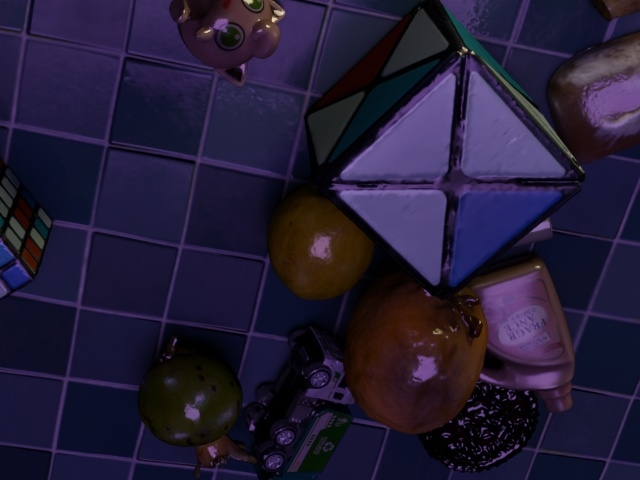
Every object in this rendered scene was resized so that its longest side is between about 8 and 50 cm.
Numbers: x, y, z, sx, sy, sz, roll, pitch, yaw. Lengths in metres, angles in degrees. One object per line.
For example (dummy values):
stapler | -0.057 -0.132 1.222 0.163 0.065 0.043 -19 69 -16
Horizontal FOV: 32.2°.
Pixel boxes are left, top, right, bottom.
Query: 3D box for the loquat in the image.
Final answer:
loquat | 0.125 0.148 1.506 0.193 0.238 0.238 29 109 -1

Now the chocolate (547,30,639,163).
chocolate | 0.443 -0.199 1.495 0.254 0.080 0.157 -22 115 4

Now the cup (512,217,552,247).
cup | 0.280 -0.027 1.572 0.083 0.054 0.075 -15 117 3

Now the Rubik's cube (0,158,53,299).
Rubik's cube | -0.477 -0.010 1.420 0.182 0.184 0.187 -31 115 8

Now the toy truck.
toy truck | -0.028 0.256 1.641 0.124 0.114 0.253 19 112 -29

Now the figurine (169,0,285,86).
figurine | -0.115 -0.274 1.373 0.125 0.125 0.138 -44 125 13

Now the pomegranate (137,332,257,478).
pomegranate | -0.170 0.242 1.599 0.156 0.156 0.220 -34 128 9

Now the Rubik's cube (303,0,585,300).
Rubik's cube | 0.149 -0.118 1.408 0.250 0.248 0.246 -42 113 14

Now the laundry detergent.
laundry detergent | 0.280 0.152 1.625 0.171 0.076 0.237 -18 106 5

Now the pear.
pear | 0.000 0.000 1.503 0.148 0.149 0.162 9 118 -11

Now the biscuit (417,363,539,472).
biscuit | 0.241 0.274 1.707 0.194 0.053 0.195 -3 113 -8

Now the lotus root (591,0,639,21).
lotus root | 0.444 -0.388 1.402 0.110 0.097 0.258 42 112 -18
